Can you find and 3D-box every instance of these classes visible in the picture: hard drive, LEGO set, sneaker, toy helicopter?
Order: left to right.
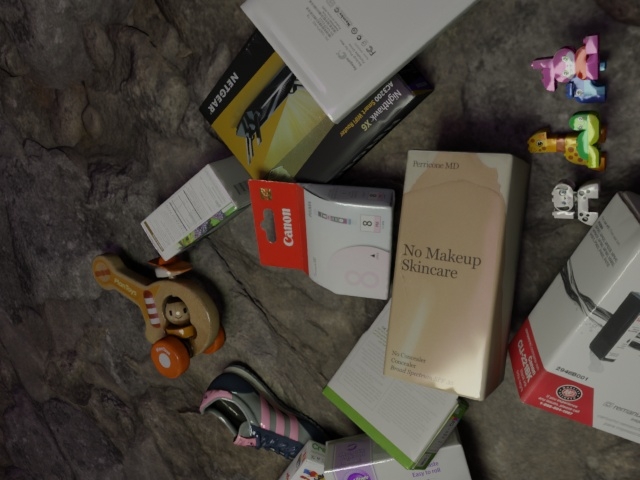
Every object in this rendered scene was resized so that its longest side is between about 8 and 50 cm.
[{"bbox_3d":[-0.357,0.106,1.169,0.355,0.140,0.235,25,119,24],"label":"toy helicopter"},{"bbox_3d":[-0.109,0.399,1.135,0.319,0.131,0.112,34,124,10],"label":"sneaker"},{"bbox_3d":[0.073,-0.328,0.708,0.307,0.040,0.203,-39,87,13],"label":"hard drive"},{"bbox_3d":[0.303,-0.139,0.694,0.093,0.087,0.227,4,118,34],"label":"LEGO set"}]

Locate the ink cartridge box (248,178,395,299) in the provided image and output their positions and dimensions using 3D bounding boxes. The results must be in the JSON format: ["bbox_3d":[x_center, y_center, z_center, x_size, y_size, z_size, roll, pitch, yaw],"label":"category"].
[{"bbox_3d":[0.000,0.000,0.888,0.232,0.066,0.189,3,129,7],"label":"ink cartridge box"}]

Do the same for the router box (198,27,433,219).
[{"bbox_3d":[-0.021,-0.217,0.858,0.243,0.081,0.309,51,126,3],"label":"router box"}]

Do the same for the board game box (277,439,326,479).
[{"bbox_3d":[0.000,0.537,1.130,0.193,0.053,0.305,24,124,-9],"label":"board game box"}]

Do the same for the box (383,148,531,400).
[{"bbox_3d":[0.187,0.038,0.757,0.148,0.121,0.311,6,94,30],"label":"box"}]

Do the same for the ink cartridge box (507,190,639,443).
[{"bbox_3d":[0.392,0.103,0.681,0.197,0.114,0.273,19,121,-3],"label":"ink cartridge box"}]

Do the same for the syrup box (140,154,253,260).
[{"bbox_3d":[-0.225,-0.059,1.042,0.237,0.093,0.096,-32,92,36],"label":"syrup box"}]

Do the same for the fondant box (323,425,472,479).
[{"bbox_3d":[0.163,0.497,0.980,0.238,0.096,0.330,-15,101,9],"label":"fondant box"}]

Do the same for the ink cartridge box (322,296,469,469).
[{"bbox_3d":[0.157,0.205,0.892,0.189,0.097,0.255,35,87,33],"label":"ink cartridge box"}]
